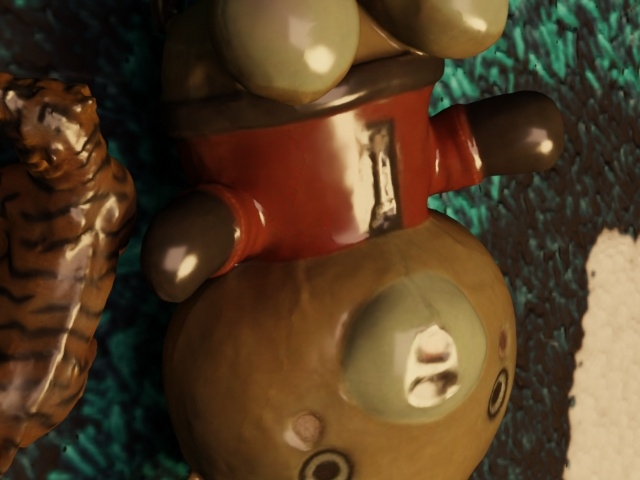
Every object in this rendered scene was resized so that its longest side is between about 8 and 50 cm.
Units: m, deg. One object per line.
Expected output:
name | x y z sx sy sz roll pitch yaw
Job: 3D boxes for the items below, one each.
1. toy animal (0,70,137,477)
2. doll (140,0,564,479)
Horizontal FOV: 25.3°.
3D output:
toy animal | -0.141 0.056 0.642 0.114 0.116 0.255 14 87 -37
doll | 0.000 0.000 0.717 0.235 0.174 0.330 -20 111 -36
